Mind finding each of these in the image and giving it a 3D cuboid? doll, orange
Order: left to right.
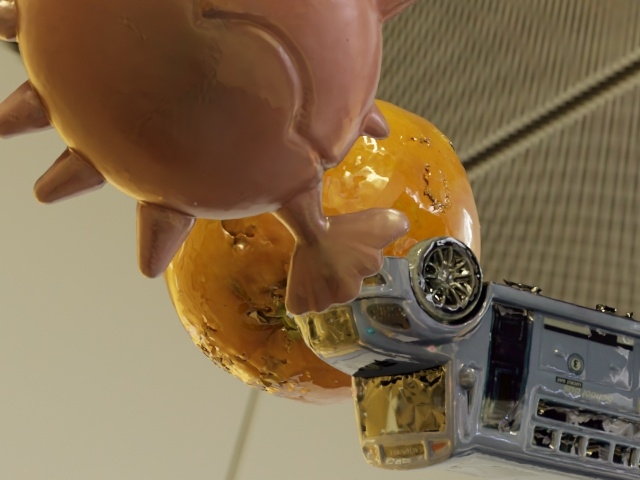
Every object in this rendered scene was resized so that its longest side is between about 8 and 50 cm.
[{"bbox_3d":[-0.049,-0.087,0.861,0.211,0.093,0.262,-35,-82,6],"label":"doll"},{"bbox_3d":[0.000,0.000,1.452,0.246,0.246,0.246,8,-45,8],"label":"orange"}]

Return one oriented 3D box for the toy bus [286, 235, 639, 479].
[{"bbox_3d":[0.119,0.089,1.195,0.292,0.133,0.125,15,-16,-31],"label":"toy bus"}]
